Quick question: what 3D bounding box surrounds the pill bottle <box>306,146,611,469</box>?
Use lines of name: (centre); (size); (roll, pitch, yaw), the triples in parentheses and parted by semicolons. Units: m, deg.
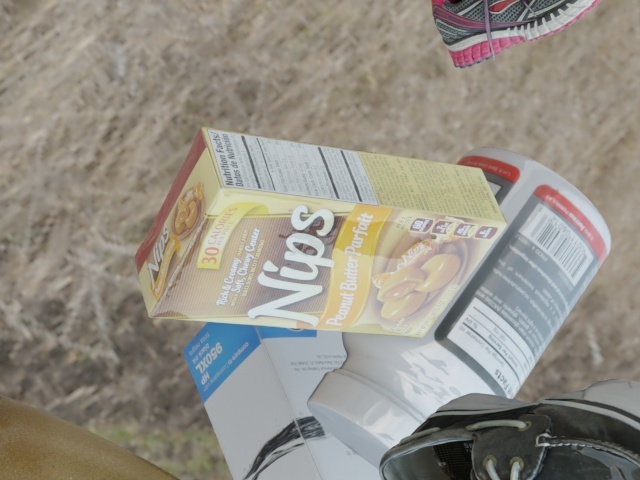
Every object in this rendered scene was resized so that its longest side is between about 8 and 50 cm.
pill bottle: (0.155, 0.089, 1.655); (0.363, 0.210, 0.210); (-53, 161, -15)

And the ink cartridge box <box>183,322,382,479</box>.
ink cartridge box: (0.023, 0.270, 1.964); (0.285, 0.395, 0.166); (5, 140, -43)

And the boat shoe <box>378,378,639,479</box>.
boat shoe: (0.169, 0.187, 1.119); (0.119, 0.121, 0.335); (-30, -172, -30)

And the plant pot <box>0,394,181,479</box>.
plant pot: (-0.233, 0.303, 1.464); (0.254, 0.237, 0.237); (16, 136, -11)

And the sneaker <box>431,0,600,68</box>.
sneaker: (0.274, -0.328, 1.953); (0.299, 0.112, 0.121); (-18, -163, 40)

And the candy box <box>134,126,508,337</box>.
candy box: (0.000, 0.000, 1.410); (0.317, 0.087, 0.183); (6, 135, -30)
